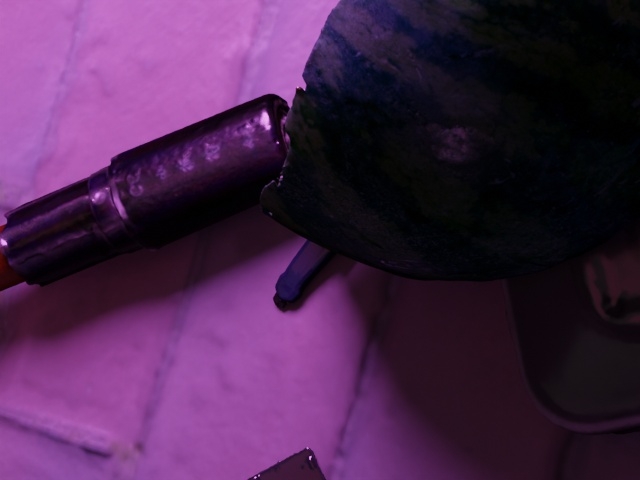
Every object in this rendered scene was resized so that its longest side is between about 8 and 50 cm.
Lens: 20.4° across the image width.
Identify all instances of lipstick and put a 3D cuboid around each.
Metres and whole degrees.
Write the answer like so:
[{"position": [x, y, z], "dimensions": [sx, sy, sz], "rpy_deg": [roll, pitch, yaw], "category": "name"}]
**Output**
[{"position": [-0.148, -0.026, 1.358], "dimensions": [0.299, 0.081, 0.081], "rpy_deg": [-23, 73, 18], "category": "lipstick"}]

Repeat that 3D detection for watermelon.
[{"position": [0.069, -0.104, 1.102], "dimensions": [0.319, 0.222, 0.292], "rpy_deg": [29, 102, 38], "category": "watermelon"}]

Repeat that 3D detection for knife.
[{"position": [0.000, 0.000, 1.325], "dimensions": [0.031, 0.018, 0.121], "rpy_deg": [39, 98, 17], "category": "knife"}]

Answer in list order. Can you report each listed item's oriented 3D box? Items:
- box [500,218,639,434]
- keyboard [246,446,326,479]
[{"position": [0.291, -0.094, 1.165], "dimensions": [0.396, 0.111, 0.396], "rpy_deg": [-16, 76, 22], "category": "box"}, {"position": [0.007, 0.248, 1.282], "dimensions": [0.060, 0.018, 0.195], "rpy_deg": [-29, 71, 9], "category": "keyboard"}]
